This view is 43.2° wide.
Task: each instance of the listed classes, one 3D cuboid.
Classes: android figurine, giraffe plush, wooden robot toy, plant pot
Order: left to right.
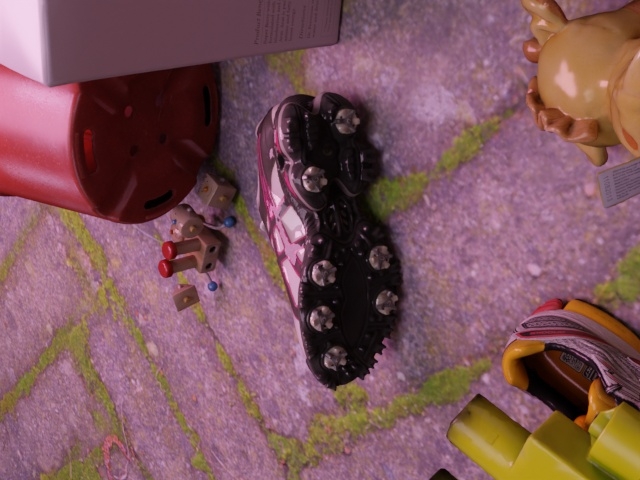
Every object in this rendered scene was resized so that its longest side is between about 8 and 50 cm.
[{"bbox_3d":[-0.270,-0.148,0.858,0.265,0.272,0.272,19,118,30],"label":"plant pot"},{"bbox_3d":[-0.154,-0.007,0.920,0.079,0.076,0.173,47,131,39],"label":"wooden robot toy"},{"bbox_3d":[0.191,0.229,0.545,0.273,0.056,0.248,34,126,27],"label":"android figurine"},{"bbox_3d":[0.204,-0.085,0.478,0.170,0.210,0.181,-128,33,-60],"label":"giraffe plush"}]

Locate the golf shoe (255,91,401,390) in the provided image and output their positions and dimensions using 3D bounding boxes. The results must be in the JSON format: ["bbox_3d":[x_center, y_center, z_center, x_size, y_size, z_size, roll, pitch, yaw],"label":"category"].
[{"bbox_3d":[0.000,0.000,0.761,0.120,0.105,0.273,6,104,60],"label":"golf shoe"}]

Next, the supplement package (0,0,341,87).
[{"bbox_3d":[-0.136,-0.245,0.643,0.175,0.293,0.177,27,122,35],"label":"supplement package"}]

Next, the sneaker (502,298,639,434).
[{"bbox_3d":[0.227,0.127,0.569,0.225,0.092,0.088,28,123,34],"label":"sneaker"}]
